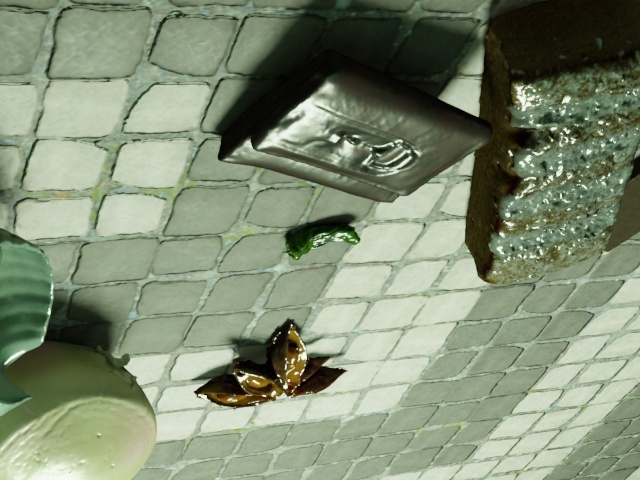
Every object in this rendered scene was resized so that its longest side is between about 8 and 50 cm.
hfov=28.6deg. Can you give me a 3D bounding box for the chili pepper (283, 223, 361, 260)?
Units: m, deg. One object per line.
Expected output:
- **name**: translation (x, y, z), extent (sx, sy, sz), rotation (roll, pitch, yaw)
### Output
- **chili pepper**: translation (0.000, -0.002, 1.438), extent (0.091, 0.034, 0.030), rotation (-15, -178, -11)

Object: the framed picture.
- **framed picture**: translation (0.398, -0.052, 1.591), extent (0.168, 0.023, 0.128), rotation (-38, 144, 27)

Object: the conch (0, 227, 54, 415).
- **conch**: translation (-0.405, 0.084, 1.148), extent (0.303, 0.215, 0.319), rotation (-57, 167, 13)

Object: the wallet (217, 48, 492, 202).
- **wallet**: translation (0.038, -0.101, 1.247), extent (0.229, 0.049, 0.182), rotation (15, 145, -38)

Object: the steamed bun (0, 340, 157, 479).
- **steamed bun**: translation (-0.299, 0.187, 1.434), extent (0.239, 0.170, 0.152), rotation (18, 109, -49)

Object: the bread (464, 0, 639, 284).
- **bread**: translation (0.252, -0.093, 1.356), extent (0.165, 0.113, 0.416), rotation (-15, 150, -6)

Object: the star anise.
- **star anise**: translation (-0.062, 0.172, 1.643), extent (0.212, 0.053, 0.157), rotation (-14, 149, -8)
